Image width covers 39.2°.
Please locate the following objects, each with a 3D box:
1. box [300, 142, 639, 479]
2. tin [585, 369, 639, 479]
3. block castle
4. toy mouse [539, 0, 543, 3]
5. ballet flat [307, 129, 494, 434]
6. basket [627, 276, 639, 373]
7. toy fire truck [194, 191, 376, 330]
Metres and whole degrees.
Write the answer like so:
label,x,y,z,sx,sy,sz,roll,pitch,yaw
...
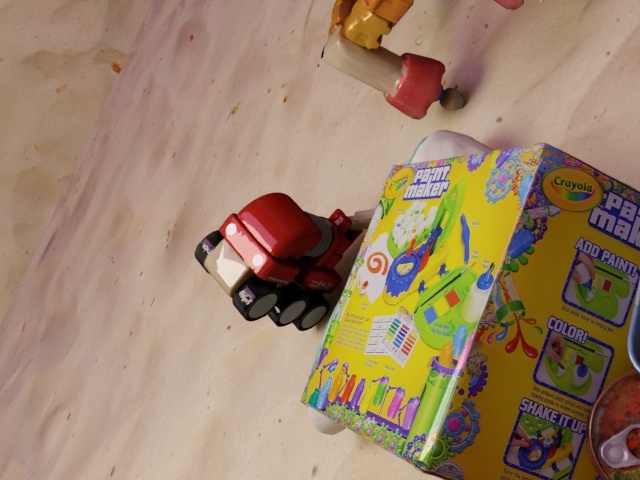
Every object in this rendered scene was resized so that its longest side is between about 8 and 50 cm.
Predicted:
label,x,y,z,sx,sy,sz,roll,pitch,yaw
box,0.150,0.077,0.853,0.279,0.177,0.290,-68,19,-6
tin,0.300,0.139,0.699,0.190,0.040,0.106,-21,69,0
block castle,0.176,-0.416,1.234,0.303,0.213,0.453,-48,25,45
toy mouse,0.344,-0.348,1.111,0.161,0.031,0.143,-53,33,14
ballet flat,0.111,0.055,1.055,0.139,0.139,0.400,14,76,57
basket,0.375,-0.012,0.637,0.289,0.201,0.254,-6,61,37
toy fire truck,0.000,0.000,1.175,0.246,0.217,0.158,-48,63,11
